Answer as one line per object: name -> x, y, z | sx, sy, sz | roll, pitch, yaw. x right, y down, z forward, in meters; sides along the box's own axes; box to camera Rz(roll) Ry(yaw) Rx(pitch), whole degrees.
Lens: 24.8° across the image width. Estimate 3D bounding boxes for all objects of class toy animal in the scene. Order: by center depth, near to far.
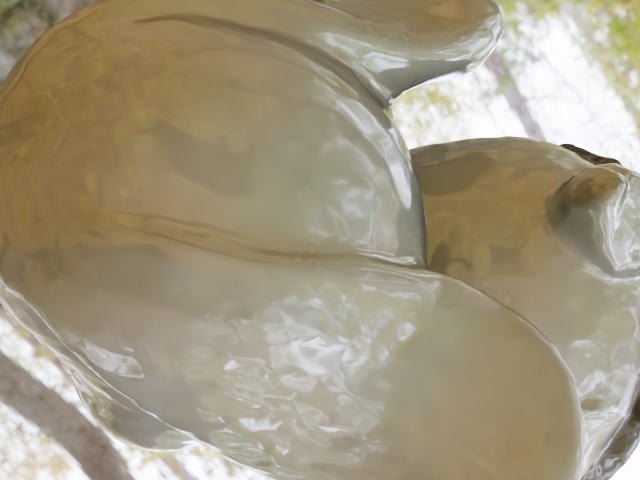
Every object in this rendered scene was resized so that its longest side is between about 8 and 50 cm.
toy animal -> 0.015, 0.013, 0.568 | 0.249, 0.289, 0.174 | 59, -45, 20
